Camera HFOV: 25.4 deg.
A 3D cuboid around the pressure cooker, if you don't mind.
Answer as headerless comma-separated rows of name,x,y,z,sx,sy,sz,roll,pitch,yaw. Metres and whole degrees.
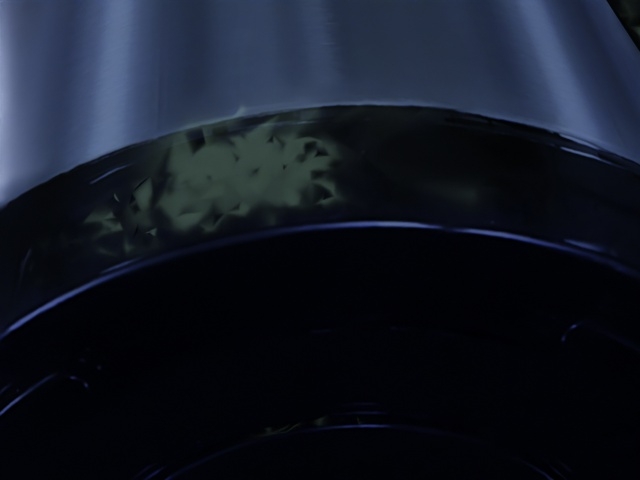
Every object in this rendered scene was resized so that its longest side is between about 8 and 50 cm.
pressure cooker,-0.006,0.000,0.639,0.370,0.376,0.420,-55,23,29
